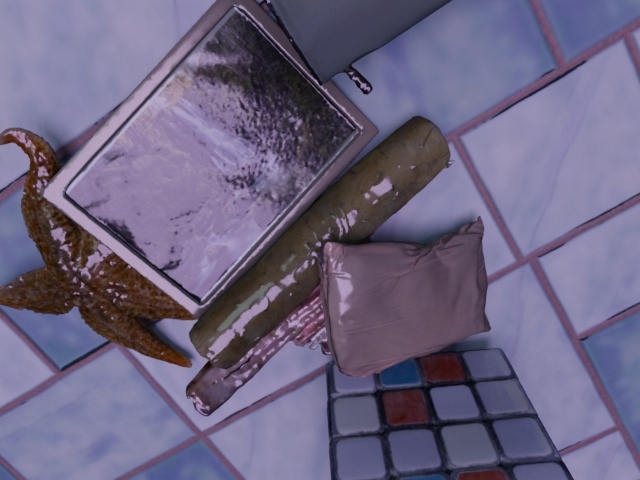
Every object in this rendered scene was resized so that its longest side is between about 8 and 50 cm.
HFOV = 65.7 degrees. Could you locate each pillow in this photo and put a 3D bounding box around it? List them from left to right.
[{"bbox_3d":[0.117,0.063,0.601,0.270,0.067,0.173,-11,106,-32],"label":"pillow"}]

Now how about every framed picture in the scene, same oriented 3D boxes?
[{"bbox_3d":[-0.120,-0.093,0.579,0.324,0.020,0.240,-46,105,0],"label":"framed picture"}]

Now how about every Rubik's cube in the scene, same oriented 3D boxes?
[{"bbox_3d":[0.142,0.318,0.632,0.253,0.259,0.256,-5,119,-1],"label":"Rubik's cube"}]

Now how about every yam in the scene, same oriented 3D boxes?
[{"bbox_3d":[0.000,0.000,0.585,0.371,0.083,0.083,-42,105,-2],"label":"yam"}]

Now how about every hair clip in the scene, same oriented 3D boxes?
[{"bbox_3d":[-0.043,0.107,0.645,0.300,0.069,0.173,-38,92,-4],"label":"hair clip"}]

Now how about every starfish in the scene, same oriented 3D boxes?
[{"bbox_3d":[-0.285,0.035,0.630,0.327,0.094,0.375,-14,114,3],"label":"starfish"}]

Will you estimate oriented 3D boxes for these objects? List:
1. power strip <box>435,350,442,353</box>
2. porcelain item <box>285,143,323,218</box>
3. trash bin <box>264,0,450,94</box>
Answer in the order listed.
[{"bbox_3d":[0.085,0.137,0.700,0.191,0.030,0.047,17,108,-7],"label":"power strip"},{"bbox_3d":[-0.025,-0.054,0.634,0.075,0.021,0.136,11,110,-4],"label":"porcelain item"},{"bbox_3d":[0.054,-0.303,0.441,0.262,0.217,0.277,-30,109,11],"label":"trash bin"}]
